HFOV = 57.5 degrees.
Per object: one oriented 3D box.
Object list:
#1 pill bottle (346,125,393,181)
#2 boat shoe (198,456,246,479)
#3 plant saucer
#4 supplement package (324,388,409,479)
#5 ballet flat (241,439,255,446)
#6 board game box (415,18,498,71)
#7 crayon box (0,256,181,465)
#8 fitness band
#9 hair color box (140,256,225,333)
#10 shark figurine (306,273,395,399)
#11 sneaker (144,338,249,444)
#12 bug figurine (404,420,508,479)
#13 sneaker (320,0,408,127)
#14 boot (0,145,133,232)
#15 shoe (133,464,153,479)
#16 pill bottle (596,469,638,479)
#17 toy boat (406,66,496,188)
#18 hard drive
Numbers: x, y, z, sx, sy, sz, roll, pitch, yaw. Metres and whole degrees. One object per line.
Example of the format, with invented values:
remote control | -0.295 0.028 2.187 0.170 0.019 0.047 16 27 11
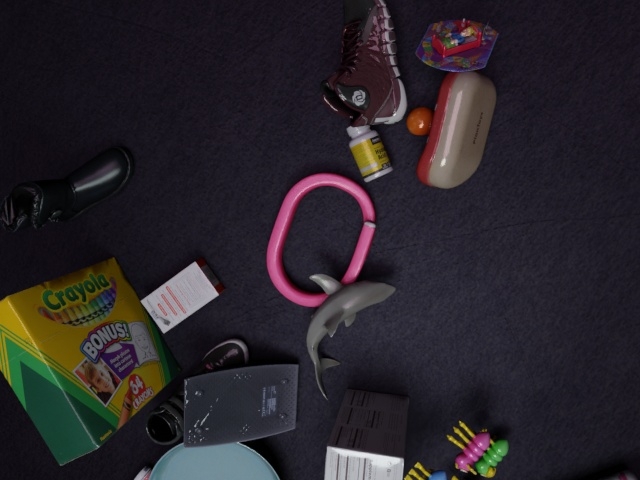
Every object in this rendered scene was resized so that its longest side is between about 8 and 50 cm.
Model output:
pill bottle | 0.097 -0.183 1.186 0.065 0.065 0.116 -24 94 13
boat shoe | -0.244 0.514 1.366 0.184 0.063 0.066 13 101 2
plant saucer | -0.233 0.582 1.323 0.317 0.044 0.318 1 102 4
supplement package | 0.098 0.457 1.190 0.145 0.262 0.204 5 101 11
ballet flat | -0.232 0.453 1.360 0.173 0.049 0.058 -5 97 11
board game box | 0.254 -0.378 1.083 0.133 0.169 0.033 16 144 18
crayon box | -0.474 0.223 1.207 0.106 0.363 0.313 -28 94 13
fitness band | 0.000 0.000 1.241 0.208 0.054 0.291 21 101 7
hair color box | -0.310 0.124 1.320 0.167 0.053 0.093 -34 93 13
shark figurine | 0.020 0.186 1.199 0.166 0.116 0.278 25 112 -14
sneaker | -0.275 0.347 1.302 0.104 0.147 0.296 44 103 3
bug figurine | 0.285 0.472 1.171 0.216 0.279 0.072 -53 47 0
sneaker | 0.061 -0.349 1.110 0.162 0.106 0.282 -20 96 -26
boot | -0.537 -0.109 1.245 0.246 0.207 0.094 -35 91 13
shoe | -0.444 0.640 1.423 0.081 0.063 0.178 38 99 8
pill bottle | 0.535 0.593 1.184 0.283 0.160 0.160 -28 93 14
toy boat | 0.235 -0.220 1.134 0.151 0.151 0.231 21 104 38
hard drive | -0.174 0.350 1.271 0.254 0.054 0.172 -2 101 -25
